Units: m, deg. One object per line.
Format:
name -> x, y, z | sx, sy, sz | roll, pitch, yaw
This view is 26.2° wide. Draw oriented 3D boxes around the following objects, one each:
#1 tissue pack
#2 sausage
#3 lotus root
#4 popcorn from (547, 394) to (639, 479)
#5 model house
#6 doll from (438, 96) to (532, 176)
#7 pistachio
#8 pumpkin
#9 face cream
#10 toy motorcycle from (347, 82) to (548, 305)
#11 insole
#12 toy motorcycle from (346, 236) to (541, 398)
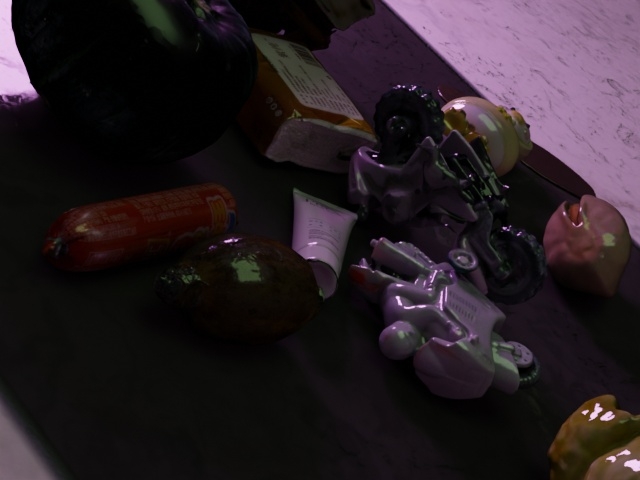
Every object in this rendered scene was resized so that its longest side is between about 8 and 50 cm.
tissue pack -> -0.047, -0.196, 1.887 | 0.183, 0.092, 0.226 | 6, 41, -42
sausage -> -0.197, -0.013, 1.460 | 0.074, 0.074, 0.274 | 46, 30, 20
lotus root -> -0.083, 0.048, 1.449 | 0.209, 0.120, 0.120 | 8, 38, -41
popcorn -> 0.380, 0.310, 1.486 | 0.225, 0.174, 0.286 | 35, 13, -33
model house -> -0.121, -0.390, 1.998 | 0.317, 0.282, 0.297 | -40, 121, -59
doll -> 0.265, -0.168, 2.144 | 0.141, 0.117, 0.296 | 45, 30, 13
pistachio -> 0.391, 0.005, 2.013 | 0.152, 0.126, 0.223 | 64, 17, -18
pumpkin -> -0.228, -0.231, 1.609 | 0.315, 0.238, 0.315 | 40, 30, -28
face cream -> 0.000, 0.000, 1.677 | 0.092, 0.058, 0.243 | 25, 23, -8
toy motorcycle -> 0.151, -0.038, 1.798 | 0.327, 0.188, 0.143 | 56, 34, 8
insole -> 0.332, -0.165, 2.330 | 0.328, 0.007, 0.111 | 36, 27, 3
toy motorcycle -> 0.132, 0.097, 1.617 | 0.171, 0.110, 0.260 | -21, 54, -43
